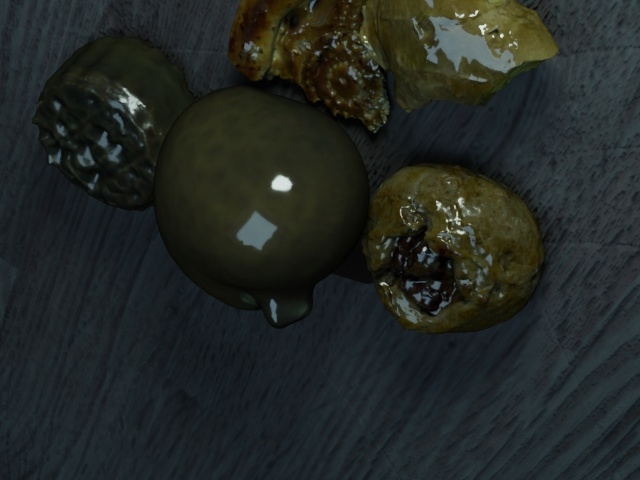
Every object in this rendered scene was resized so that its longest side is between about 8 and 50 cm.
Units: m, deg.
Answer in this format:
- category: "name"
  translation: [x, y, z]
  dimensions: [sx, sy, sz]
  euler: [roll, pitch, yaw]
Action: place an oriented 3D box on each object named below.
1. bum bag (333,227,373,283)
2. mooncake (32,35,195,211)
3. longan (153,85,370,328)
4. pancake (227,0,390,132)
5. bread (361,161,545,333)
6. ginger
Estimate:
- category: "bum bag"
  translation: [0.000, 0.000, 1.637]
  dimensions: [0.159, 0.026, 0.109]
  euler: [13, 125, 23]
- category: "mooncake"
  translation: [-0.269, -0.147, 1.634]
  dimensions: [0.228, 0.124, 0.228]
  euler: [15, 128, 21]
- category: "longan"
  translation: [-0.071, -0.042, 1.494]
  dimensions: [0.300, 0.243, 0.300]
  euler: [40, 136, 52]
- category: "pancake"
  translation: [0.013, -0.233, 1.454]
  dimensions: [0.266, 0.057, 0.244]
  euler: [-28, 104, 39]
- category: "bread"
  translation: [0.151, 0.019, 1.499]
  dimensions: [0.230, 0.123, 0.230]
  euler: [15, 128, 20]
- category: "ginger"
  translation: [0.121, -0.268, 1.331]
  dimensions: [0.219, 0.123, 0.270]
  euler: [-26, 93, 40]
